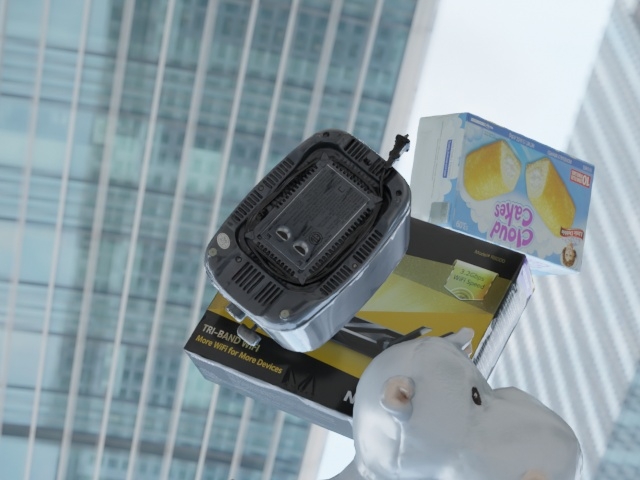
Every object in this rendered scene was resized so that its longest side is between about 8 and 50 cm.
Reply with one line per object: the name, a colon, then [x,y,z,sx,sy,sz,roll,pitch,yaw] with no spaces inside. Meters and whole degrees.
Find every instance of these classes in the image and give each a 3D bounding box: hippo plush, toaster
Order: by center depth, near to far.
hippo plush: [0.082,0.182,1.171,0.294,0.236,0.234,30,-160,16]
toaster: [0.000,0.000,1.403,0.129,0.146,0.227,39,-102,16]

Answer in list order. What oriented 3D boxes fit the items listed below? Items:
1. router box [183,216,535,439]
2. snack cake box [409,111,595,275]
router box: [0.043,0.085,1.648,0.309,0.081,0.243,18,-114,27]
snack cake box: [0.234,-0.055,1.950,0.264,0.152,0.089,17,167,-42]
